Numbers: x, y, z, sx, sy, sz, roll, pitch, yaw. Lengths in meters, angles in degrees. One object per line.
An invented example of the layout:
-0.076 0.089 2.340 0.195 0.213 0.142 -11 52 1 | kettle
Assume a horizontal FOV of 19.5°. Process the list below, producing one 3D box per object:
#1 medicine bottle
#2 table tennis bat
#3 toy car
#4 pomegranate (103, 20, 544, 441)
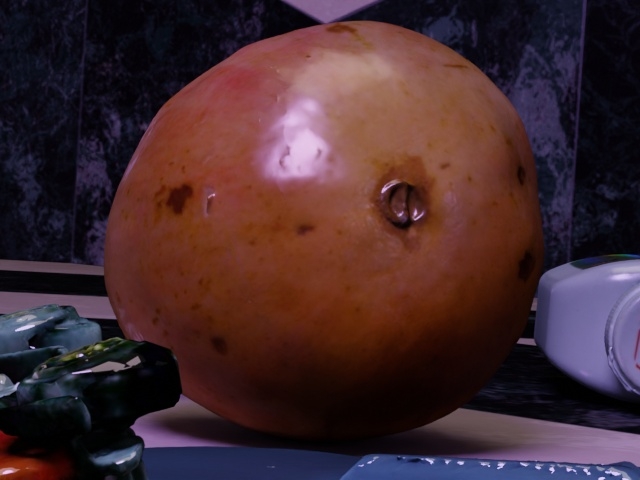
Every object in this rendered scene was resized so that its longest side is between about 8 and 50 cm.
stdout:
0.190 0.051 1.077 0.121 0.083 0.229 6 2 4 | medicine bottle
-0.001 0.076 0.544 0.201 0.033 0.124 1 2 19 | table tennis bat
-0.060 0.056 0.414 0.054 0.073 0.143 -15 7 -15 | toy car
0.001 -0.003 0.800 0.191 0.191 0.191 4 1 0 | pomegranate
